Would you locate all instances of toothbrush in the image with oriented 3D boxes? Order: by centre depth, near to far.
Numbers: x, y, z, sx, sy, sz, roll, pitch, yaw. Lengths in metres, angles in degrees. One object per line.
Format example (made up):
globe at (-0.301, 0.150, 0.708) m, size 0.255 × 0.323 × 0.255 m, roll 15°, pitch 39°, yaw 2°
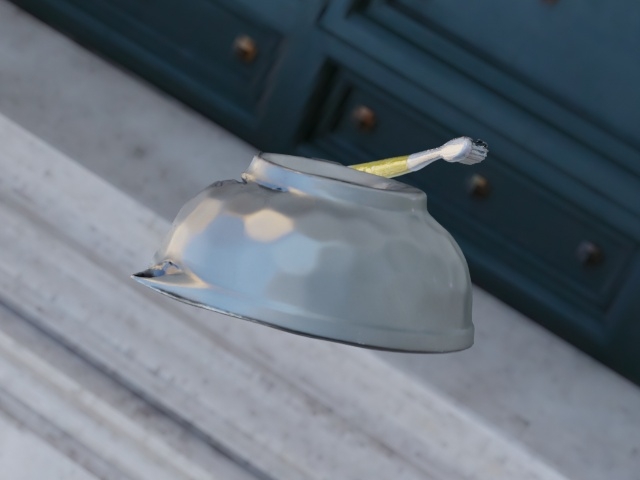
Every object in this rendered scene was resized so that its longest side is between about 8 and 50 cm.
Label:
toothbrush at (0.076, -0.067, 1.652) m, size 0.288 × 0.024 × 0.021 m, roll -8°, pitch 65°, yaw 68°

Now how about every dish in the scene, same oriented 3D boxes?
dish at (0.000, 0.000, 1.518) m, size 0.303 × 0.303 × 0.120 m, roll -8°, pitch -67°, yaw -71°
